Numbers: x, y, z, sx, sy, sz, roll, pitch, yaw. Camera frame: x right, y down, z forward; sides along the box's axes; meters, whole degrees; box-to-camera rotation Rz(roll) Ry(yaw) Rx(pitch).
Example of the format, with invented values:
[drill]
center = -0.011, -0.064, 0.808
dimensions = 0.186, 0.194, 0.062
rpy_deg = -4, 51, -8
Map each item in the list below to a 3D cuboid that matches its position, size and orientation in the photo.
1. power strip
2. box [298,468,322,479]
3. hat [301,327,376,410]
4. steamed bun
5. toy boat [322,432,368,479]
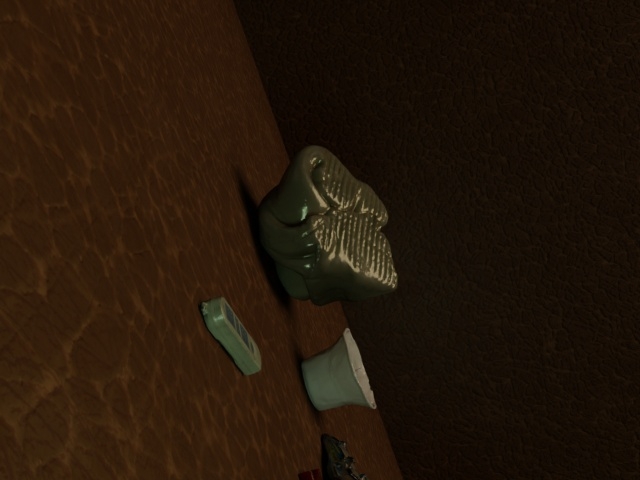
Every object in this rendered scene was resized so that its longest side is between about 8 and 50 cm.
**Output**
[power strip]
center = -0.120, 0.138, 1.038
dimensions = 0.191, 0.030, 0.047
rpy_deg = 65, 8, -50
[box]
center = -0.012, 0.409, 1.229
dimensions = 0.082, 0.023, 0.051
rpy_deg = 58, 11, -71
[hat]
center = 0.033, 0.296, 1.610
dimensions = 0.203, 0.126, 0.203
rpy_deg = -19, 90, -86
[steamed bun]
center = 0.000, 0.000, 1.737
dimensions = 0.368, 0.255, 0.342
rpy_deg = 34, 44, -31
[toy boat]
center = 0.038, 0.445, 1.490
dimensions = 0.084, 0.066, 0.210
rpy_deg = 58, -3, -20
